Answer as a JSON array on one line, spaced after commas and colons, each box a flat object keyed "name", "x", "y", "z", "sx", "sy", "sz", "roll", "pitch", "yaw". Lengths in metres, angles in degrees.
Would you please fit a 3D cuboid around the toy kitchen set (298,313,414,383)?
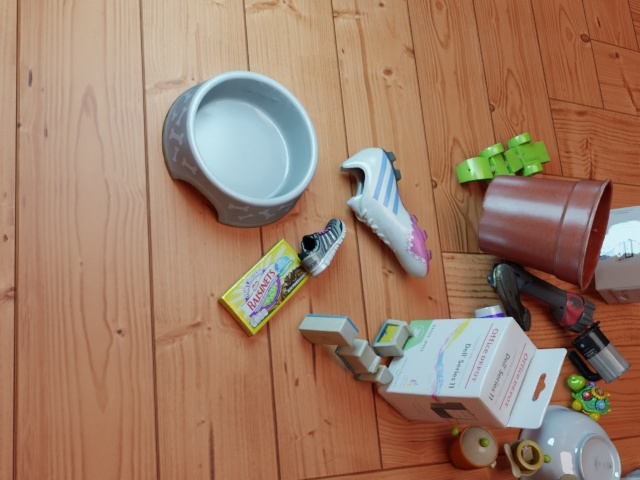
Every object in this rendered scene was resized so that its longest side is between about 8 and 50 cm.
[{"name": "toy kitchen set", "x": 0.084, "y": 0.197, "z": 1.648, "sx": 0.207, "sy": 0.122, "sz": 0.166, "roll": 53, "pitch": 53, "yaw": -31}]

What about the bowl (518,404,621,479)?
[{"name": "bowl", "x": 0.636, "y": 0.551, "z": 1.839, "sx": 0.298, "sy": 0.134, "sz": 0.298, "roll": 9, "pitch": 71, "yaw": -28}]

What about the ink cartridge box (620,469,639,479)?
[{"name": "ink cartridge box", "x": 0.865, "y": 0.735, "z": 1.909, "sx": 0.261, "sy": 0.066, "sz": 0.296, "roll": 5, "pitch": 73, "yaw": -50}]

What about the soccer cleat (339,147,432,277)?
[{"name": "soccer cleat", "x": 0.144, "y": -0.054, "z": 1.757, "sx": 0.143, "sy": 0.116, "sz": 0.331, "roll": -19, "pitch": 83, "yaw": -18}]

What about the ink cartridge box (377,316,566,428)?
[{"name": "ink cartridge box", "x": 0.316, "y": 0.275, "z": 1.588, "sx": 0.119, "sy": 0.353, "sz": 0.207, "roll": 48, "pitch": 56, "yaw": -26}]

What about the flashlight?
[{"name": "flashlight", "x": 0.574, "y": 0.144, "z": 1.955, "sx": 0.304, "sy": 0.103, "sz": 0.103, "roll": 24, "pitch": 102, "yaw": -18}]

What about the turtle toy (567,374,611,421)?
[{"name": "turtle toy", "x": 0.700, "y": 0.403, "z": 1.952, "sx": 0.130, "sy": 0.066, "sz": 0.095, "roll": 35, "pitch": 41, "yaw": 18}]

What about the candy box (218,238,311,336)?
[{"name": "candy box", "x": -0.114, "y": 0.097, "z": 1.590, "sx": 0.105, "sy": 0.027, "sz": 0.206, "roll": 49, "pitch": 57, "yaw": -7}]

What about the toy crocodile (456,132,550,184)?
[{"name": "toy crocodile", "x": 0.504, "y": -0.208, "z": 2.025, "sx": 0.340, "sy": 0.105, "sz": 0.115, "roll": -21, "pitch": 86, "yaw": -39}]

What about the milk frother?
[{"name": "milk frother", "x": 0.747, "y": 0.291, "z": 1.983, "sx": 0.143, "sy": 0.129, "sz": 0.135, "roll": -32, "pitch": 77, "yaw": -27}]

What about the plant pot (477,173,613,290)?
[{"name": "plant pot", "x": 0.540, "y": -0.042, "z": 1.822, "sx": 0.272, "sy": 0.265, "sz": 0.272, "roll": -38, "pitch": 135, "yaw": -50}]

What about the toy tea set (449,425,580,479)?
[{"name": "toy tea set", "x": 0.438, "y": 0.523, "z": 1.682, "sx": 0.336, "sy": 0.124, "sz": 0.200, "roll": 6, "pitch": 59, "yaw": -14}]

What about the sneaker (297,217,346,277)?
[{"name": "sneaker", "x": 0.000, "y": 0.000, "z": 1.657, "sx": 0.075, "sy": 0.063, "sz": 0.170, "roll": 42, "pitch": 49, "yaw": -16}]

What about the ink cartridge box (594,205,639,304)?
[{"name": "ink cartridge box", "x": 0.861, "y": 0.044, "z": 2.080, "sx": 0.171, "sy": 0.168, "sz": 0.233, "roll": 29, "pitch": 59, "yaw": -53}]

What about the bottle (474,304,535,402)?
[{"name": "bottle", "x": 0.440, "y": 0.302, "z": 1.821, "sx": 0.118, "sy": 0.092, "sz": 0.283, "roll": -7, "pitch": 78, "yaw": -30}]

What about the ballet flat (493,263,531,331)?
[{"name": "ballet flat", "x": 0.466, "y": 0.147, "z": 1.856, "sx": 0.250, "sy": 0.058, "sz": 0.084, "roll": 54, "pitch": 48, "yaw": -42}]

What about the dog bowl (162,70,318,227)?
[{"name": "dog bowl", "x": -0.159, "y": -0.206, "z": 1.613, "sx": 0.348, "sy": 0.102, "sz": 0.349, "roll": 10, "pitch": 69, "yaw": -29}]
